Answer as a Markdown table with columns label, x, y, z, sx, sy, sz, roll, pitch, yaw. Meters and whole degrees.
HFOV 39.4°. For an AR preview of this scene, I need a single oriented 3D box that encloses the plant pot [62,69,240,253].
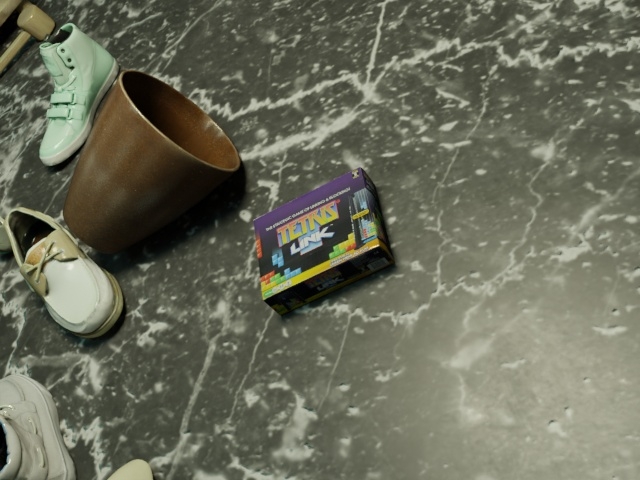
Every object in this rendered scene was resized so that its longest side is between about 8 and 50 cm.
| label | x | y | z | sx | sy | sz | roll | pitch | yaw |
| --- | --- | --- | --- | --- | --- | --- | --- | --- | --- |
| plant pot | -0.275 | -0.096 | 1.332 | 0.230 | 0.215 | 0.215 | -47 | 43 | 17 |

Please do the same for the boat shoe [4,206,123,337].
| label | x | y | z | sx | sy | sz | roll | pitch | yaw |
| --- | --- | --- | --- | --- | --- | --- | --- | --- | --- |
| boat shoe | -0.408 | 0.045 | 1.371 | 0.113 | 0.103 | 0.302 | -49 | 45 | -5 |

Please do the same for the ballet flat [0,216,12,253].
| label | x | y | z | sx | sy | sz | roll | pitch | yaw |
| --- | --- | --- | --- | --- | --- | --- | --- | --- | --- |
| ballet flat | -0.621 | -0.036 | 1.549 | 0.213 | 0.072 | 0.068 | 16 | 105 | 8 |

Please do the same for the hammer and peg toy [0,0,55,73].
| label | x | y | z | sx | sy | sz | roll | pitch | yaw |
| --- | --- | --- | --- | --- | --- | --- | --- | --- | --- |
| hammer and peg toy | -0.764 | -0.477 | 1.986 | 0.361 | 0.127 | 0.266 | 25 | 75 | 43 |

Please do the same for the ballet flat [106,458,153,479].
| label | x | y | z | sx | sy | sz | roll | pitch | yaw |
| --- | --- | --- | --- | --- | --- | --- | --- | --- | --- |
| ballet flat | -0.261 | 0.367 | 1.048 | 0.086 | 0.086 | 0.248 | -10 | 53 | 30 |

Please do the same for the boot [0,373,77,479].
| label | x | y | z | sx | sy | sz | roll | pitch | yaw |
| --- | --- | --- | --- | --- | --- | --- | --- | --- | --- |
| boot | -0.425 | 0.249 | 1.217 | 0.095 | 0.123 | 0.258 | -47 | 45 | -4 |

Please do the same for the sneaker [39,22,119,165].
| label | x | y | z | sx | sy | sz | roll | pitch | yaw |
| --- | --- | --- | --- | --- | --- | --- | --- | --- | --- |
| sneaker | -0.477 | -0.270 | 1.618 | 0.094 | 0.151 | 0.255 | 2 | 61 | 34 |

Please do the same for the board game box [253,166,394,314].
| label | x | y | z | sx | sy | sz | roll | pitch | yaw |
| --- | --- | --- | --- | --- | --- | --- | --- | --- | --- |
| board game box | 0.000 | 0.000 | 1.160 | 0.170 | 0.048 | 0.141 | -26 | 48 | 17 |
